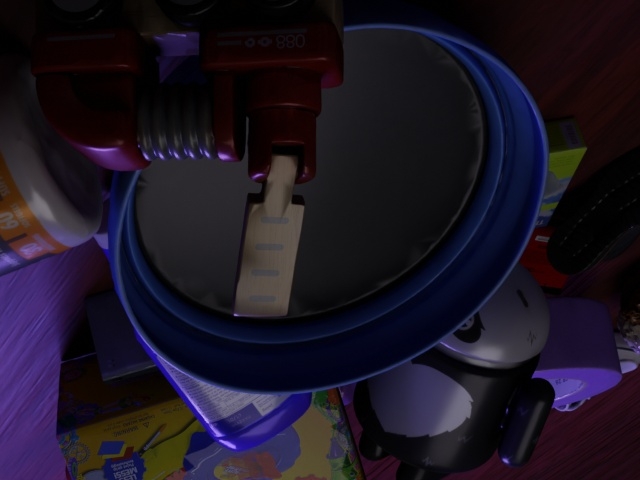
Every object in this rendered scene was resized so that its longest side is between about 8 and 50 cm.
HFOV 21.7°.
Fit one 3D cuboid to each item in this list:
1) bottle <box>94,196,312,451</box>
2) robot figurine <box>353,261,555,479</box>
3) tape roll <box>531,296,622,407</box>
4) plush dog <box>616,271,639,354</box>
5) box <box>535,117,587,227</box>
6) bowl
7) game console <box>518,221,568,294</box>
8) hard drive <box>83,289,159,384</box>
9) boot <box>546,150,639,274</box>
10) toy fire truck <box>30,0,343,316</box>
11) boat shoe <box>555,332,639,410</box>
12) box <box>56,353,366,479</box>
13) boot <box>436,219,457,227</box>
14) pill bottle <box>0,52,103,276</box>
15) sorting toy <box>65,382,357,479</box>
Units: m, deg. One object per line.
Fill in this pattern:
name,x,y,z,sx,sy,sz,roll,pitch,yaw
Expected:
bottle,-0.118,0.073,1.588,0.118,0.092,0.283,-33,120,2
robot figurine,0.135,0.136,1.788,0.209,0.173,0.278,17,120,-7
tape roll,0.221,0.148,2.022,0.274,0.090,0.275,-9,163,-3
plush dog,0.483,0.107,2.083,0.225,0.211,0.262,3,159,21
box,0.195,-0.055,1.712,0.109,0.042,0.178,-10,153,-14
bowl,0.004,-0.037,1.444,0.391,0.077,0.391,-12,131,-14
game console,0.211,0.017,1.900,0.144,0.085,0.124,7,114,-42
hard drive,-0.166,0.085,1.710,0.135,0.094,0.022,-16,155,-3
boot,0.347,-0.041,1.829,0.198,0.077,0.137,-37,165,27
toy fire truck,-0.090,-0.075,1.214,0.217,0.246,0.158,-2,169,6
boat shoe,0.320,0.187,2.223,0.258,0.084,0.095,-9,153,-15
box,-0.105,0.246,1.820,0.290,0.177,0.279,-17,112,0
boot,0.000,0.000,1.629,0.248,0.090,0.207,12,142,-14
pill bottle,-0.325,-0.026,1.314,0.278,0.162,0.162,-22,154,10
sorting toy,-0.137,0.176,1.943,0.365,0.127,0.126,-18,125,-4
